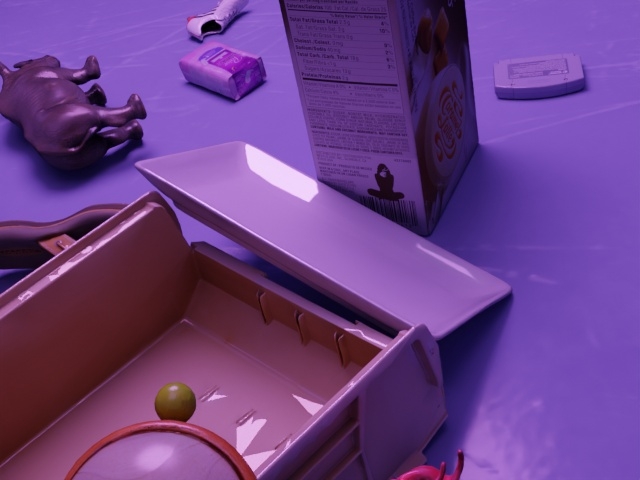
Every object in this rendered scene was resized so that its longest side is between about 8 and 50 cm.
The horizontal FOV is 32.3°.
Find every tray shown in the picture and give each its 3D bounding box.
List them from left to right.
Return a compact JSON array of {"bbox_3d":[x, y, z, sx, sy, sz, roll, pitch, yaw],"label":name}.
[{"bbox_3d":[0.000,0.000,0.833,0.270,0.030,0.145,30,26,23],"label":"tray"}]

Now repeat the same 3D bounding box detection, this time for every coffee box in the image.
[{"bbox_3d":[0.053,-0.145,0.891,0.098,0.246,0.141,8,43,23],"label":"coffee box"}]

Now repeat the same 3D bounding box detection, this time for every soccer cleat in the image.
[{"bbox_3d":[-0.112,-0.252,1.244,0.083,0.029,0.035,-31,51,-17],"label":"soccer cleat"}]

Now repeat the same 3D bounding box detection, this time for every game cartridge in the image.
[{"bbox_3d":[0.206,-0.155,1.047,0.083,0.017,0.056,-4,36,11],"label":"game cartridge"}]

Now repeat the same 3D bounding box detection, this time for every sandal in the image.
[{"bbox_3d":[-0.207,0.011,0.921,0.180,0.072,0.049,-6,55,11],"label":"sandal"}]

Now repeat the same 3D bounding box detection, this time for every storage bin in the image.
[{"bbox_3d":[-0.094,0.110,0.722,0.262,0.123,0.260,25,52,38],"label":"storage bin"}]

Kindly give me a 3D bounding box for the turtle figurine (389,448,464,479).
[{"bbox_3d":[0.061,0.211,0.571,0.175,0.118,0.234,-28,47,-19],"label":"turtle figurine"}]

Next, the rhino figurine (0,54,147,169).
[{"bbox_3d":[-0.269,-0.143,1.118,0.106,0.073,0.243,-27,39,-21],"label":"rhino figurine"}]

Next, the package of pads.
[{"bbox_3d":[-0.102,-0.178,1.146,0.083,0.032,0.050,26,55,38],"label":"package of pads"}]

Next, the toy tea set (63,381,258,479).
[{"bbox_3d":[-0.060,0.230,0.452,0.200,0.124,0.336,-34,70,-7],"label":"toy tea set"}]
